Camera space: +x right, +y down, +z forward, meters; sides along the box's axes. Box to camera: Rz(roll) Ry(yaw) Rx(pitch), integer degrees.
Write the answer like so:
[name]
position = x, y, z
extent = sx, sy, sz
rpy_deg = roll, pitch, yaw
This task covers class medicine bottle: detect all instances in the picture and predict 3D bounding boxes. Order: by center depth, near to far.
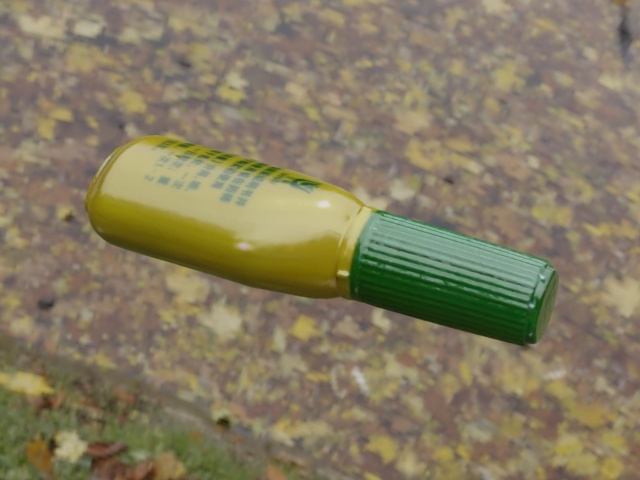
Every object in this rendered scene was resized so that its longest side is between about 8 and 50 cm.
[medicine bottle]
position = 0.000, 0.000, 0.756
extent = 0.260, 0.064, 0.095
rpy_deg = 15, 25, 20
